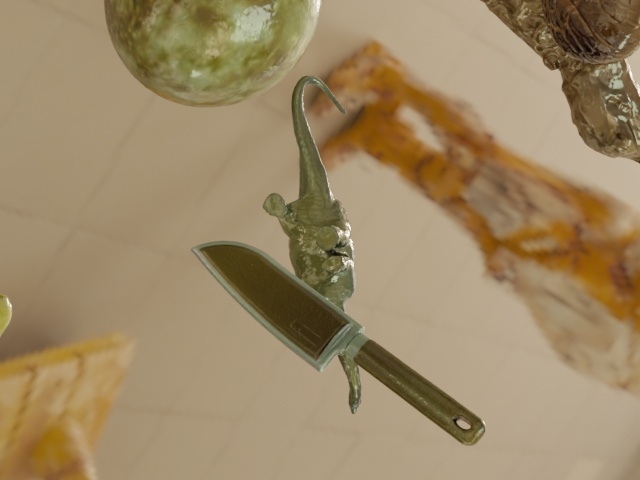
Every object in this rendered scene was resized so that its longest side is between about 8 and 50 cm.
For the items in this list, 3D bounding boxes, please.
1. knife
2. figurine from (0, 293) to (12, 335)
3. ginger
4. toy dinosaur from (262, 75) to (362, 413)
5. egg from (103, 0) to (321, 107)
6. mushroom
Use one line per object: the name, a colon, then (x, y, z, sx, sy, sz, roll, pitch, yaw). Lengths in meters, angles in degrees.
knife: (0.009, 0.093, 1.735, 0.061, 0.343, 0.027, -47, 157, -14)
figurine: (-0.551, 0.119, 1.805, 0.361, 0.377, 0.266, -62, 161, -5)
ginger: (0.238, -0.156, 1.662, 0.084, 0.290, 0.122, -43, -166, 22)
toy dinosaur: (-0.002, 0.004, 1.908, 0.147, 0.076, 0.363, 3, 77, -77)
egg: (-0.124, -0.260, 2.019, 0.289, 0.238, 0.238, -58, 166, -54)
mushroom: (0.225, -0.199, 1.469, 0.085, 0.126, 0.109, 40, 69, -24)
